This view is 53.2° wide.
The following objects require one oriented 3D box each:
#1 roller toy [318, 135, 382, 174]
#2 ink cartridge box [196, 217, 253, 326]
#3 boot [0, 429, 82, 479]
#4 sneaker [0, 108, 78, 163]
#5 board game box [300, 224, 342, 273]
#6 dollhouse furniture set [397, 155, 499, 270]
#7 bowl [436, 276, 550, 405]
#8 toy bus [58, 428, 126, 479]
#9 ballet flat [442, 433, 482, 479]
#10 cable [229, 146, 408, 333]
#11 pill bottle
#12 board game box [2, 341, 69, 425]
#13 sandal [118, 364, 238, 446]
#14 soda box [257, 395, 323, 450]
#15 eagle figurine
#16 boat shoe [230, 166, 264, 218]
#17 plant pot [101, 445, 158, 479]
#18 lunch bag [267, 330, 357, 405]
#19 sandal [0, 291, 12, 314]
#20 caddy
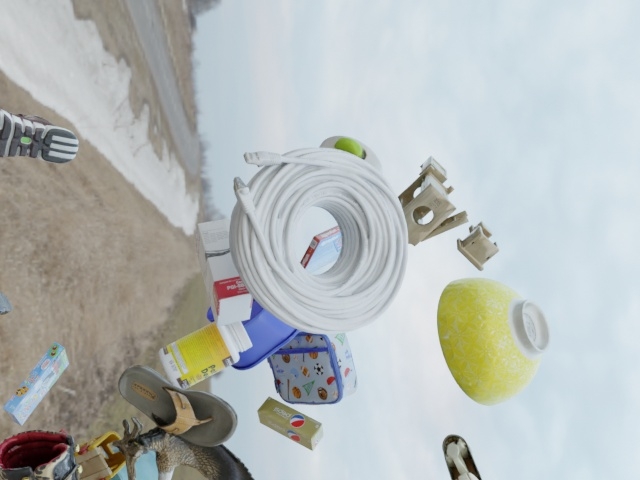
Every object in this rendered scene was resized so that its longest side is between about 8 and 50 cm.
[{"bbox_3d":[0.059,-0.170,1.725,0.191,0.209,0.146,-3,-132,46],"label":"roller toy"},{"bbox_3d":[-0.148,0.049,0.982,0.099,0.056,0.135,108,-34,-58],"label":"ink cartridge box"},{"bbox_3d":[-0.433,0.502,1.129,0.377,0.138,0.285,3,-68,42],"label":"boot"},{"bbox_3d":[-0.696,-0.244,1.415,0.162,0.281,0.107,32,-77,49],"label":"sneaker"},{"bbox_3d":[0.032,0.016,1.882,0.027,0.281,0.145,39,-60,17],"label":"board game box"},{"bbox_3d":[0.206,-0.033,1.080,0.101,0.161,0.182,-44,-172,22],"label":"dollhouse furniture set"},{"bbox_3d":[0.400,0.203,1.388,0.156,0.289,0.290,-24,-116,41],"label":"bowl"},{"bbox_3d":[-0.565,0.542,1.557,0.104,0.202,0.191,-38,146,-66],"label":"toy bus"},{"bbox_3d":[0.279,0.463,1.243,0.068,0.072,0.213,59,9,-23],"label":"ballet flat"},{"bbox_3d":[0.000,0.000,0.884,0.089,0.257,0.257,-10,-91,61],"label":"cable"},{"bbox_3d":[-0.283,0.277,1.592,0.117,0.214,0.117,59,-12,21],"label":"pill bottle"},{"bbox_3d":[-0.791,0.402,1.788,0.212,0.039,0.160,-58,179,-31],"label":"board game box"},{"bbox_3d":[-0.243,0.275,1.054,0.090,0.219,0.060,-63,172,5],"label":"sandal"},{"bbox_3d":[-0.083,0.497,1.741,0.058,0.181,0.061,-47,145,-38],"label":"soda box"},{"bbox_3d":[-0.307,0.474,1.445,0.225,0.298,0.226,-52,-142,37],"label":"eagle figurine"},{"bbox_3d":[-0.136,-0.083,1.415,0.183,0.065,0.083,-58,174,-23],"label":"boat shoe"},{"bbox_3d":[-0.610,0.732,1.871,0.255,0.271,0.272,73,11,-73],"label":"plant pot"},{"bbox_3d":[-0.038,0.371,1.938,0.303,0.114,0.243,-12,-85,43],"label":"lunch bag"},{"bbox_3d":[-0.968,0.188,1.894,0.097,0.054,0.254,59,-6,-11],"label":"sandal"},{"bbox_3d":[-0.173,0.223,1.851,0.179,0.341,0.241,42,20,-31],"label":"caddy"}]
